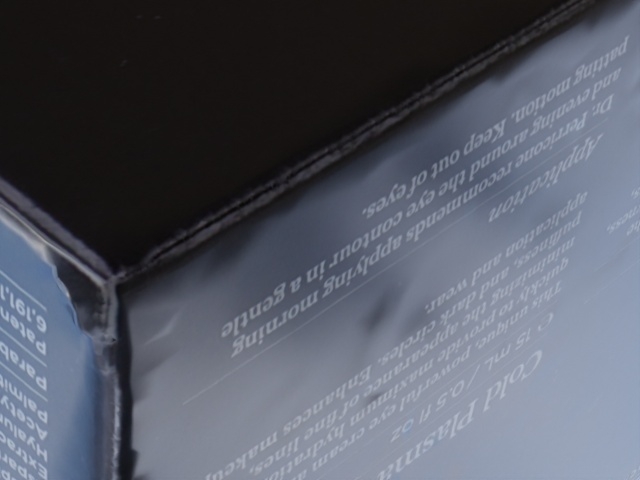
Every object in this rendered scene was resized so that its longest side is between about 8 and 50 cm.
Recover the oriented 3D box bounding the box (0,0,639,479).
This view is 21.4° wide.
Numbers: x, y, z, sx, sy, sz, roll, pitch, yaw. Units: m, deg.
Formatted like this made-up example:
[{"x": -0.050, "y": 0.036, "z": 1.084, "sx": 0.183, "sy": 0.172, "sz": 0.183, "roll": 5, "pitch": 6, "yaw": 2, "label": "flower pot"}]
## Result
[{"x": 0.000, "y": 0.000, "z": 0.533, "sx": 0.179, "sy": 0.312, "sz": 0.343, "roll": 36, "pitch": -131, "yaw": 27, "label": "box"}]
